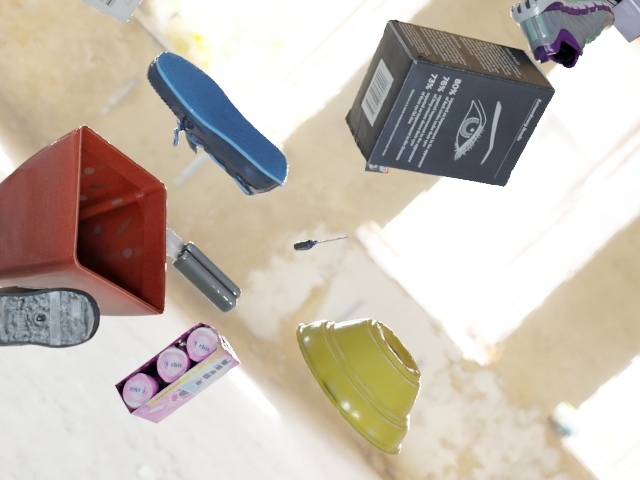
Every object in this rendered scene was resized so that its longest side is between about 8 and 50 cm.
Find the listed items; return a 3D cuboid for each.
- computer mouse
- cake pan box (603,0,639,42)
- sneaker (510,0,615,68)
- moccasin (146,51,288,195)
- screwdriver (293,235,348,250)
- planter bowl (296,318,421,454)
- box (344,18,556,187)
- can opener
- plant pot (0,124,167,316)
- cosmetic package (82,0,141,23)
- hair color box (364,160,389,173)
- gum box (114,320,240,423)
[{"bbox_3d":[-0.478,0.082,1.833,0.060,0.261,0.184,-150,-126,-80],"label":"computer mouse"},{"bbox_3d":[0.536,-0.505,2.105,0.246,0.070,0.267,46,48,-4],"label":"cake pan box"},{"bbox_3d":[0.341,-0.278,1.629,0.223,0.083,0.098,-7,79,-47],"label":"sneaker"},{"bbox_3d":[-0.214,-0.201,2.241,0.342,0.116,0.138,47,38,-15],"label":"moccasin"},{"bbox_3d":[0.000,0.000,2.508,0.170,0.024,0.025,-17,-74,49],"label":"screwdriver"},{"bbox_3d":[0.071,0.171,1.579,0.217,0.090,0.217,47,12,-13],"label":"planter bowl"},{"bbox_3d":[0.160,-0.168,1.475,0.207,0.153,0.108,9,35,-25],"label":"box"},{"bbox_3d":[-0.286,0.046,2.469,0.280,0.093,0.074,41,32,-13],"label":"can opener"},{"bbox_3d":[-0.445,-0.007,2.110,0.267,0.235,0.267,39,43,-54],"label":"plant pot"},{"bbox_3d":[-0.278,-0.378,1.366,0.183,0.151,0.151,44,12,33],"label":"cosmetic package"},{"bbox_3d":[0.124,-0.213,2.438,0.053,0.093,0.167,7,28,4],"label":"hair color box"},{"bbox_3d":[-0.229,0.216,1.943,0.062,0.188,0.107,55,3,23],"label":"gum box"}]
